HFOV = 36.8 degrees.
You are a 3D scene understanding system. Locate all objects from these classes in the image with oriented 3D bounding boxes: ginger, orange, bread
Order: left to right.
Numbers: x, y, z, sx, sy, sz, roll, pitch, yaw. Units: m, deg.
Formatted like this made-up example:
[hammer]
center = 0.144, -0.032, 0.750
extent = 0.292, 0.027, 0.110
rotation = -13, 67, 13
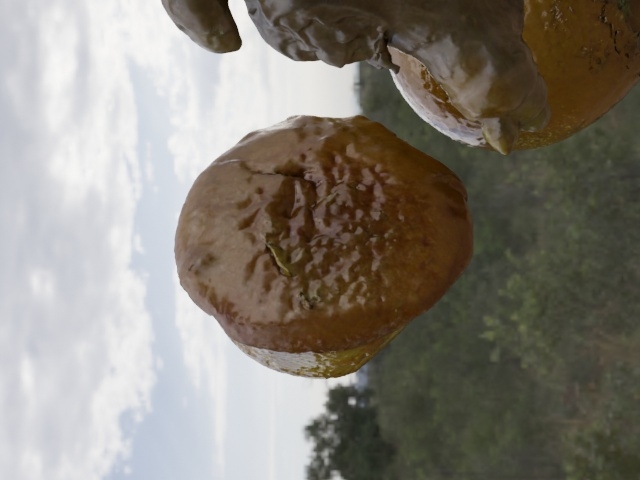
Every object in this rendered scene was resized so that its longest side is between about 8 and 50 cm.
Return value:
[bread]
center = 0.000, 0.000, 0.877
extent = 0.145, 0.269, 0.268
rotation = 90, -179, -59
[ginger]
center = 0.009, -0.166, 0.570
extent = 0.080, 0.333, 0.166
rotation = -26, 44, 64
[orange]
center = 0.192, -0.220, 0.938
extent = 0.274, 0.274, 0.274
rotation = 0, -90, -86
